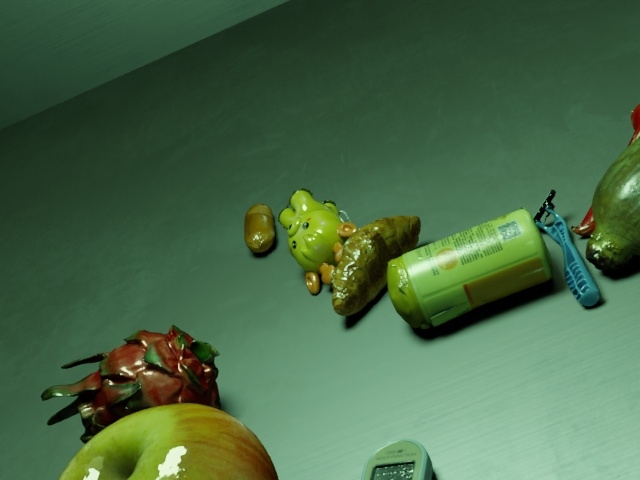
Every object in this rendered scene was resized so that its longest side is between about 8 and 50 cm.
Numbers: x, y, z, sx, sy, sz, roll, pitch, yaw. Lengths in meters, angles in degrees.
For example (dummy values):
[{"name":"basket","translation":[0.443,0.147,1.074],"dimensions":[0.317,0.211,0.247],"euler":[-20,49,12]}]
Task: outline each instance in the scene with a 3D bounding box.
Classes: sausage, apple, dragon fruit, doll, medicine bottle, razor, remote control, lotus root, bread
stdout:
[{"name":"sausage","translation":[-0.122,-0.024,1.888],"dimensions":[0.062,0.054,0.183],"euler":[6,24,-9]},{"name":"apple","translation":[-0.178,0.336,1.118],"dimensions":[0.286,0.233,0.286],"euler":[-22,30,14]},{"name":"dragon fruit","translation":[-0.268,0.233,1.419],"dimensions":[0.274,0.193,0.192],"euler":[-27,56,-1]},{"name":"doll","translation":[0.000,0.000,1.693],"dimensions":[0.143,0.135,0.221],"euler":[-55,31,13]},{"name":"medicine bottle","translation":[0.216,0.046,1.417],"dimensions":[0.239,0.124,0.124],"euler":[-23,27,7]},{"name":"razor","translation":[0.367,0.017,1.421],"dimensions":[0.253,0.042,0.082],"euler":[-95,29,-60]},{"name":"remote control","translation":[0.079,0.331,1.111],"dimensions":[0.087,0.047,0.244],"euler":[-16,29,25]},{"name":"lotus root","translation":[0.501,-0.072,1.357],"dimensions":[0.309,0.173,0.173],"euler":[-39,29,-9]},{"name":"bread","translation":[0.078,0.032,1.567],"dimensions":[0.076,0.105,0.233],"euler":[8,46,44]}]

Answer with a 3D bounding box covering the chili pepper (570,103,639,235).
[{"name":"chili pepper","translation":[0.512,-0.145,1.536],"dimensions":[0.137,0.092,0.368],"euler":[-15,25,43]}]
